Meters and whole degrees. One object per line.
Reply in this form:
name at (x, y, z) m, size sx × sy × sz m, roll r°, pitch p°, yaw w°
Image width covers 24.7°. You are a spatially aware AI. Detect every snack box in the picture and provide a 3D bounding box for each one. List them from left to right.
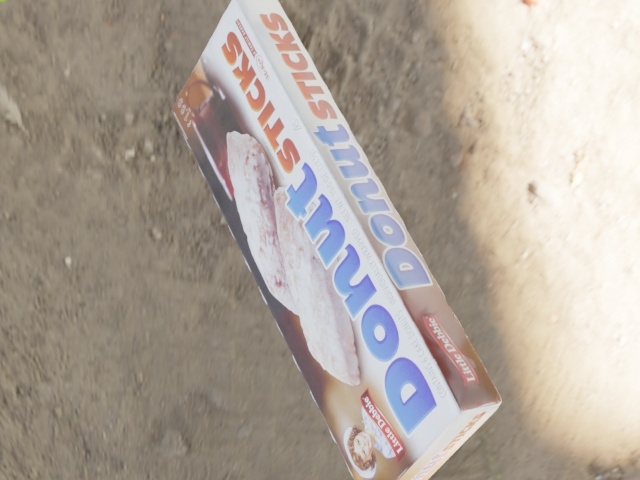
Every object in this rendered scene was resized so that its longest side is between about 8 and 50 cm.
snack box at (0.000, 0.000, 0.513) m, size 0.022 × 0.064 × 0.178 m, roll -6°, pitch 57°, yaw -37°

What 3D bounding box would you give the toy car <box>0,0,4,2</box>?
toy car at (-0.380, -0.265, 1.453) m, size 0.188 × 0.149 × 0.155 m, roll -42°, pitch 90°, yaw 21°
